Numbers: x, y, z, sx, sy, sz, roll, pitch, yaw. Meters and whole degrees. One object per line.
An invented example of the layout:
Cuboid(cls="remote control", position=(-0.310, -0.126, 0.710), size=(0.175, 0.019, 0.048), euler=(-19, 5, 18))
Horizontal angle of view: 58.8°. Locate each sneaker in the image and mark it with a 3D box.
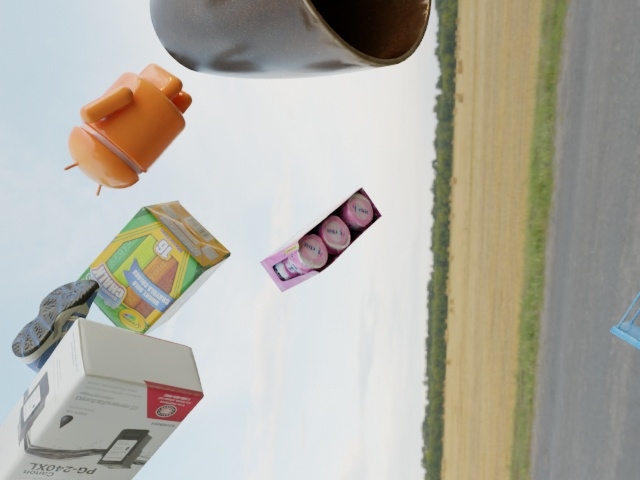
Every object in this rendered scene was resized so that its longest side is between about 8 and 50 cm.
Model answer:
Cuboid(cls="sneaker", position=(-0.479, 0.154, 1.051), size=(0.211, 0.080, 0.081), euler=(-64, -30, -48))

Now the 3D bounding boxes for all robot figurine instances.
Cuboid(cls="robot figurine", position=(-0.301, -0.173, 0.887), size=(0.219, 0.128, 0.158), euler=(-52, 20, -10))

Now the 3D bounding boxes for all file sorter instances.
Cuboid(cls="file sorter", position=(0.618, 0.158, 0.974), size=(0.118, 0.170, 0.105), euler=(1, -61, -49))

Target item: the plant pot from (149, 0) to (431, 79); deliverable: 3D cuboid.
Cuboid(cls="plant pot", position=(-0.052, -0.239, 0.529), size=(0.215, 0.230, 0.216), euler=(8, -100, -48))

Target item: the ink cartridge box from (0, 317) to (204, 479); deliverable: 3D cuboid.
Cuboid(cls="ink cartridge box", position=(-0.188, 0.149, 0.477), size=(0.109, 0.150, 0.063), euler=(25, -158, -40))

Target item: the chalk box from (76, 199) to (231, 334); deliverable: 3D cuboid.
Cuboid(cls="chalk box", position=(-0.367, 0.081, 1.203), size=(0.289, 0.180, 0.179), euler=(-46, -1, 12))

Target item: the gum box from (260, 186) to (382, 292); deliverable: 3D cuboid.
Cuboid(cls="gum box", position=(0.000, 0.000, 0.898), size=(0.062, 0.107, 0.188), euler=(54, -130, -6))
